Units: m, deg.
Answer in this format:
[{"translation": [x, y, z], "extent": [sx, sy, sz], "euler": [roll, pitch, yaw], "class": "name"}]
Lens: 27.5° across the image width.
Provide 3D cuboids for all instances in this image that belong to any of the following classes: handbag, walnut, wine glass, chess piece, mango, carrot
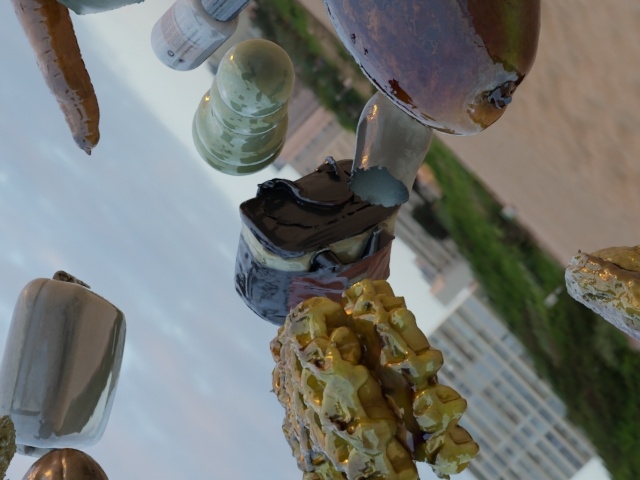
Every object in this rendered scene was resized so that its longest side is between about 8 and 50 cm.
[{"translation": [0.000, 0.000, 1.914], "extent": [0.181, 0.254, 0.181], "euler": [41, 140, 34], "class": "handbag"}, {"translation": [-0.352, 0.369, 1.804], "extent": [0.140, 0.140, 0.162], "euler": [16, -119, -76], "class": "walnut"}, {"translation": [0.102, -0.157, 1.700], "extent": [0.103, 0.222, 0.103], "euler": [12, 154, 6], "class": "wine glass"}, {"translation": [-0.100, -0.198, 1.819], "extent": [0.144, 0.144, 0.251], "euler": [45, 162, 5], "class": "chess piece"}, {"translation": [0.054, -0.188, 0.707], "extent": [0.111, 0.267, 0.133], "euler": [4, 170, -38], "class": "mango"}, {"translation": [-0.265, -0.202, 1.291], "extent": [0.059, 0.059, 0.247], "euler": [-91, -19, -81], "class": "carrot"}]

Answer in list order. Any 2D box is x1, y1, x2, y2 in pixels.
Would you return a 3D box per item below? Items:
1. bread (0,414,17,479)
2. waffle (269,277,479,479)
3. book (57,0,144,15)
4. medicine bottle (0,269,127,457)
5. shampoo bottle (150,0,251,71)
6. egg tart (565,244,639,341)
[{"translation": [-0.344, 0.200, 1.006], "extent": [0.286, 0.207, 0.056], "euler": [-140, 35, -79], "class": "bread"}, {"translation": [0.044, 0.186, 1.433], "extent": [0.324, 0.151, 0.261], "euler": [128, 122, -69], "class": "waffle"}, {"translation": [-0.293, -0.280, 1.117], "extent": [0.283, 0.025, 0.215], "euler": [31, 174, -24], "class": "book"}, {"translation": [-0.396, 0.198, 2.036], "extent": [0.123, 0.282, 0.375], "euler": [12, 172, 3], "class": "medicine bottle"}, {"translation": [-0.123, -0.265, 1.494], "extent": [0.074, 0.192, 0.074], "euler": [18, -124, -30], "class": "shampoo bottle"}, {"translation": [0.444, 0.100, 1.558], "extent": [0.339, 0.153, 0.351], "euler": [41, 180, 29], "class": "egg tart"}]
